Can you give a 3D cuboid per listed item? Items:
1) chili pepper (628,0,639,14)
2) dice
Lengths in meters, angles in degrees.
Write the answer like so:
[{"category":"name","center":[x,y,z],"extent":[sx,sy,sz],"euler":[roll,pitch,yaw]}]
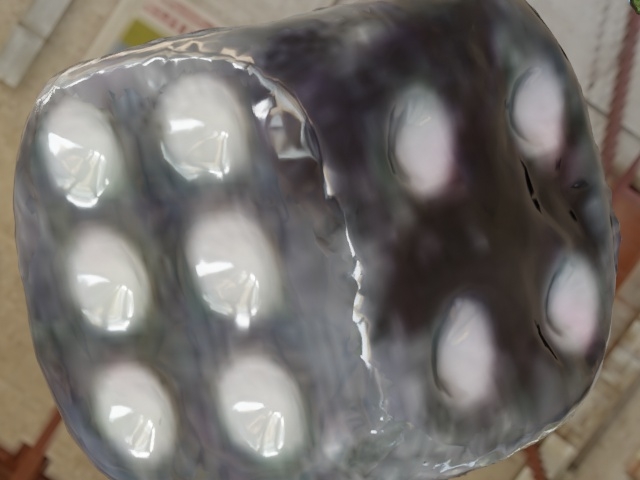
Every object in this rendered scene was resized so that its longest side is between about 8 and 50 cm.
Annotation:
[{"category":"chili pepper","center":[0.218,-0.175,1.063],"extent":[0.224,0.061,0.098],"euler":[38,-144,-77]},{"category":"dice","center":[0.000,0.000,0.690],"extent":[0.181,0.182,0.183],"euler":[-8,-173,40]}]
